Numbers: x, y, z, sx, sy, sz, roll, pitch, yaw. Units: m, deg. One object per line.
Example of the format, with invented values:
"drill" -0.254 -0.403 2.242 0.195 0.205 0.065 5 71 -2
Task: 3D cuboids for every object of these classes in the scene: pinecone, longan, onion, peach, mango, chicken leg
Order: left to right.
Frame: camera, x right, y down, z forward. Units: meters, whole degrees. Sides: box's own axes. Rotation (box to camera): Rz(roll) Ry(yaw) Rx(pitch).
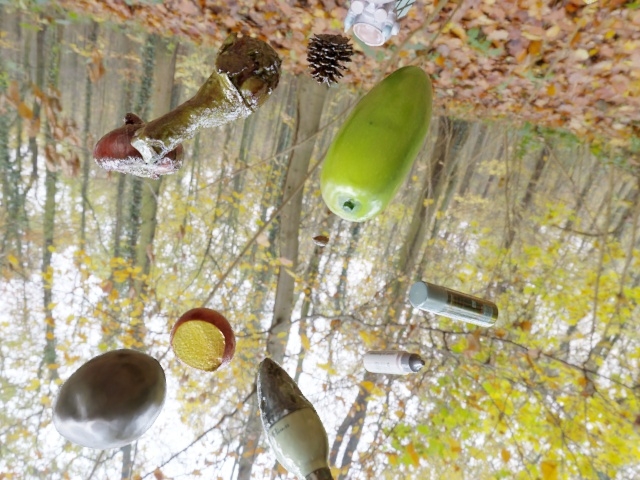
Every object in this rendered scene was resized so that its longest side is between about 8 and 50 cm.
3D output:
"longan" -0.400 0.307 0.847 0.198 0.212 0.198 54 -171 -13
"onion" -0.550 -0.290 1.336 0.272 0.195 0.272 -2 -178 0
"peach" -0.346 0.296 1.288 0.190 0.190 0.192 2 -160 -30
"chicken leg" -0.209 -0.294 0.894 0.140 0.211 0.361 45 -116 -3
"pinecone" 0.027 -0.602 1.465 0.162 0.165 0.163 7 -140 -6
"mango" 0.114 -0.192 0.835 0.156 0.343 0.192 33 167 -8

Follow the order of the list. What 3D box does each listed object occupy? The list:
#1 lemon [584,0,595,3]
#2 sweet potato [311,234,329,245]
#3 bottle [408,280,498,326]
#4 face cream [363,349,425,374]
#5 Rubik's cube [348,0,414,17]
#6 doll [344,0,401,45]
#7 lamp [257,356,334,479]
"lemon" 0.392 -0.425 0.569 0.180 0.193 0.180 2 177 0
"sweet potato" 0.000 0.000 1.412 0.034 0.034 0.095 28 -166 35
"bottle" 0.386 0.184 1.256 0.286 0.082 0.082 18 -164 -27
"face cream" 0.292 0.473 1.695 0.092 0.092 0.311 1 169 -31
"Rubik's cube" 0.172 -0.694 1.161 0.162 0.163 0.160 -39 -91 -28
"doll" 0.120 -0.515 0.907 0.151 0.151 0.287 15 172 5
"lamp" -0.049 0.309 0.746 0.101 0.101 0.250 0 -140 -33
